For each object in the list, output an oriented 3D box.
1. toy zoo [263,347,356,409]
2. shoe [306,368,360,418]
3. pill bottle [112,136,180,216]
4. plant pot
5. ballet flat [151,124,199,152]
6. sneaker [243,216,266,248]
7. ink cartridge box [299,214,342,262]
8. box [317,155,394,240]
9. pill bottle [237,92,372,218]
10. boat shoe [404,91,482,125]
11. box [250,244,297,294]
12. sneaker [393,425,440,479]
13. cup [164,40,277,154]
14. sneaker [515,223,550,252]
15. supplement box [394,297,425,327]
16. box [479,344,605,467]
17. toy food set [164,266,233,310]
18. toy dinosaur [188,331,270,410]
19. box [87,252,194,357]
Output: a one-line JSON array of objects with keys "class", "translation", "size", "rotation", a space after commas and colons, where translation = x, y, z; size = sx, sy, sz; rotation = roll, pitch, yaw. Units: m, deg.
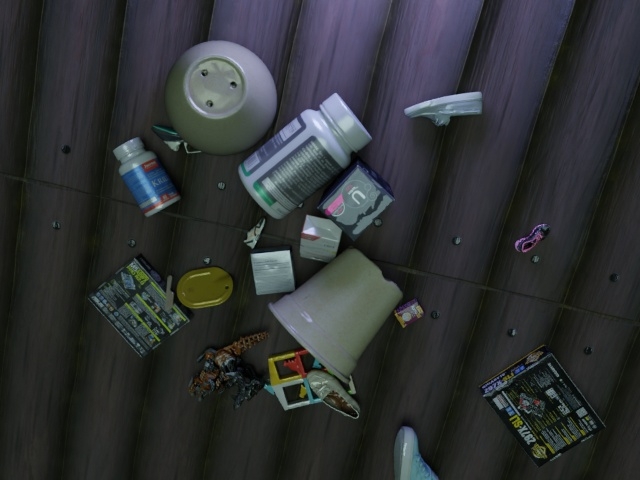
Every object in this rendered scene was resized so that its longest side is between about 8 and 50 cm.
[{"class": "toy zoo", "translation": [-0.048, 0.447, 2.025], "size": [0.293, 0.030, 0.192], "rotation": [-14, 102, 6]}, {"class": "shoe", "translation": [0.044, 0.497, 1.984], "size": [0.219, 0.058, 0.076], "rotation": [40, 102, -6]}, {"class": "pill bottle", "translation": [-0.530, -0.193, 1.859], "size": [0.124, 0.124, 0.221], "rotation": [-28, 101, 9]}, {"class": "plant pot", "translation": [0.067, 0.197, 1.828], "size": [0.334, 0.334, 0.305], "rotation": [44, 88, -7]}, {"class": "ballet flat", "translation": [-0.413, -0.301, 1.857], "size": [0.203, 0.074, 0.074], "rotation": [8, 103, -1]}, {"class": "sneaker", "translation": [-0.204, -0.029, 1.921], "size": [0.043, 0.040, 0.109], "rotation": [29, 100, 4]}, {"class": "ink cartridge box", "translation": [0.000, 0.000, 1.867], "size": [0.115, 0.198, 0.067], "rotation": [13, 67, 1]}, {"class": "box", "translation": [0.102, -0.128, 1.759], "size": [0.143, 0.270, 0.165], "rotation": [42, 102, -7]}, {"class": "pill bottle", "translation": [-0.043, -0.244, 1.776], "size": [0.361, 0.204, 0.204], "rotation": [-37, 98, 11]}, {"class": "boat shoe", "translation": [0.360, -0.374, 1.783], "size": [0.227, 0.079, 0.081], "rotation": [-10, 98, 3]}, {"class": "box", "translation": [-0.145, 0.091, 1.928], "size": [0.126, 0.072, 0.137], "rotation": [-6, 103, 5]}, {"class": "sneaker", "translation": [0.325, 0.770, 2.036], "size": [0.150, 0.135, 0.366], "rotation": [-4, 112, -3]}, {"class": "cup", "translation": [-0.282, -0.409, 1.705], "size": [0.331, 0.237, 0.331], "rotation": [0, 94, -6]}, {"class": "sneaker", "translation": [0.649, -0.003, 1.863], "size": [0.119, 0.057, 0.047], "rotation": [-40, 96, 10]}, {"class": "supplement box", "translation": [0.283, 0.229, 1.947], "size": [0.083, 0.043, 0.055], "rotation": [-33, 98, 10]}, {"class": "box", "translation": [0.710, 0.533, 1.974], "size": [0.257, 0.079, 0.322], "rotation": [-37, 98, 13]}, {"class": "toy food set", "translation": [-0.383, 0.161, 1.966], "size": [0.218, 0.071, 0.128], "rotation": [-8, 69, -1]}, {"class": "toy dinosaur", "translation": [-0.289, 0.418, 1.981], "size": [0.218, 0.164, 0.322], "rotation": [48, 123, 11]}, {"class": "box", "translation": [-0.580, 0.212, 1.991], "size": [0.216, 0.060, 0.270], "rotation": [-38, 98, 10]}]
